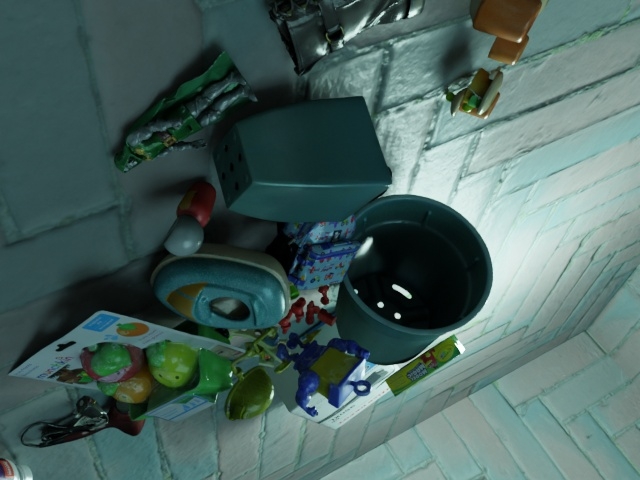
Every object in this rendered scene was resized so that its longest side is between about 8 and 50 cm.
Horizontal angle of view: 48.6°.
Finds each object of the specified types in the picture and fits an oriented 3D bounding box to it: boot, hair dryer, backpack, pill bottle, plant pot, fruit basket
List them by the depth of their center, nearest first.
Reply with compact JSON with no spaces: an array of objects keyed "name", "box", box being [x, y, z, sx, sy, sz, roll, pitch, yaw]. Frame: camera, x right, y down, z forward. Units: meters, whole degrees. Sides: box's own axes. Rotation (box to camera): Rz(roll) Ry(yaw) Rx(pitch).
[{"name":"boot","box":[0.034,-0.360,0.992,0.229,0.091,0.263,-26,147,-7]},{"name":"plant pot","box":[-0.043,-0.125,1.155,0.234,0.165,0.166,-7,163,-33]},{"name":"backpack","box":[0.001,-0.010,1.341,0.158,0.117,0.173,-5,132,-43]},{"name":"fruit basket","box":[-0.360,0.248,1.371,0.327,0.165,0.353,-31,148,32]},{"name":"pill bottle","box":[-0.716,0.518,1.505,0.108,0.108,0.193,-41,151,11]},{"name":"hair dryer","box":[-0.508,0.409,1.626,0.224,0.080,0.293,-28,149,21]},{"name":"plant pot","box":[0.183,0.122,1.658,0.341,0.341,0.334,-24,157,-20]}]

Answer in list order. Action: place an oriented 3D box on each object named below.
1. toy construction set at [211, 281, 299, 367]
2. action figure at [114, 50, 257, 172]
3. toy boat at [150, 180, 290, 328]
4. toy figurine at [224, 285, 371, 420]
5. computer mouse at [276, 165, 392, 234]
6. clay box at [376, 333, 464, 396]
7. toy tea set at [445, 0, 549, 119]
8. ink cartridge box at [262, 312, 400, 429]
[{"name":"toy construction set","box":[-0.141,0.138,1.514,0.215,0.151,0.327,-18,136,-29]},{"name":"action figure","box":[-0.207,-0.173,1.052,0.232,0.063,0.137,-33,155,3]},{"name":"toy boat","box":[-0.199,0.054,1.254,0.268,0.148,0.318,2,135,13]},{"name":"toy figurine","box":[0.000,0.257,1.437,0.362,0.217,0.191,-40,150,-46]},{"name":"computer mouse","box":[0.010,-0.112,1.381,0.262,0.060,0.184,-29,144,-5]},{"name":"clay box","box":[0.245,0.312,1.733,0.222,0.053,0.127,-37,168,10]},{"name":"toy tea set","box":[0.299,-0.354,1.293,0.200,0.124,0.336,-49,165,-47]},{"name":"ink cartridge box","box":[0.053,0.382,2.048,0.285,0.166,0.395,-36,152,3]}]
